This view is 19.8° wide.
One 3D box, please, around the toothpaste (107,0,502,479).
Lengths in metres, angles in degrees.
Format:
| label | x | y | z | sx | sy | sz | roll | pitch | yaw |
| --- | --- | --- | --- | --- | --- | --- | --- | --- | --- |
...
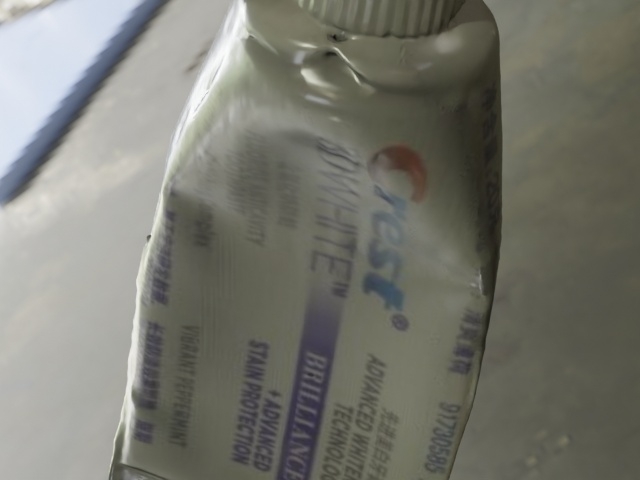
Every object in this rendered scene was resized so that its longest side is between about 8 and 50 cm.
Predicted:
| label | x | y | z | sx | sy | sz | roll | pitch | yaw |
| --- | --- | --- | --- | --- | --- | --- | --- | --- | --- |
| toothpaste | -0.001 | -0.001 | 0.525 | 0.068 | 0.282 | 0.099 | -19 | 46 | -36 |
